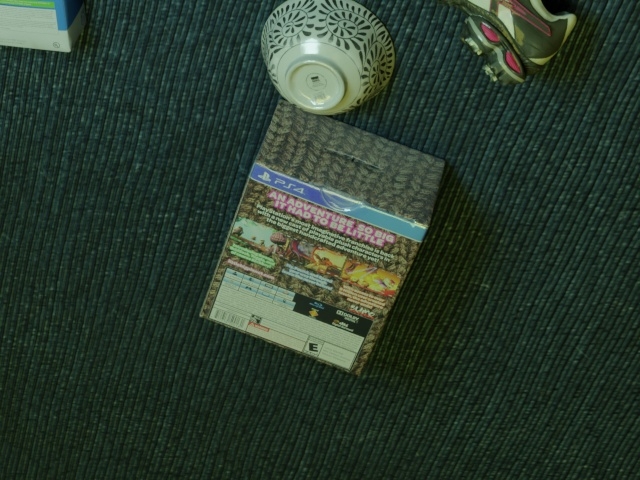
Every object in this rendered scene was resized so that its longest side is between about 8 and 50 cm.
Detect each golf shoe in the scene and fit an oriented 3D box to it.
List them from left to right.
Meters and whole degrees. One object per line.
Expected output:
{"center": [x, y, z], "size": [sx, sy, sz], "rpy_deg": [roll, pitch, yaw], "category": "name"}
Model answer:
{"center": [0.177, -0.308, 1.988], "size": [0.120, 0.105, 0.273], "rpy_deg": [-40, 105, 4], "category": "golf shoe"}

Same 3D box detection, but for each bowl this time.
{"center": [0.000, -0.211, 2.112], "size": [0.170, 0.080, 0.170], "rpy_deg": [8, 130, 10], "category": "bowl"}

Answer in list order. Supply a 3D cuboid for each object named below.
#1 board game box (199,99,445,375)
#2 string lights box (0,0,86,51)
{"center": [0.000, 0.000, 2.247], "size": [0.232, 0.141, 0.291], "rpy_deg": [21, 131, -2], "category": "board game box"}
{"center": [-0.368, -0.361, 2.090], "size": [0.133, 0.076, 0.259], "rpy_deg": [7, 130, 9], "category": "string lights box"}
